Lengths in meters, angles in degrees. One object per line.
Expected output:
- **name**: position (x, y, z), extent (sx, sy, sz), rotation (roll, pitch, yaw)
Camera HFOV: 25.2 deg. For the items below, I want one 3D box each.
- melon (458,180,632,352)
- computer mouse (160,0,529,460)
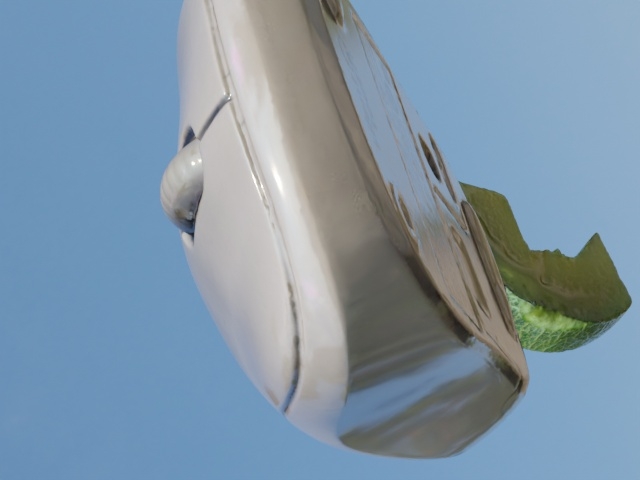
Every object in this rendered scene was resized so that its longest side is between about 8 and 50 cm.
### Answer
- **melon**: position (0.175, 0.026, 1.225), extent (0.209, 0.064, 0.118), rotation (16, -124, -26)
- **computer mouse**: position (0.000, 0.000, 0.622), extent (0.297, 0.121, 0.184), rotation (36, -144, -66)
